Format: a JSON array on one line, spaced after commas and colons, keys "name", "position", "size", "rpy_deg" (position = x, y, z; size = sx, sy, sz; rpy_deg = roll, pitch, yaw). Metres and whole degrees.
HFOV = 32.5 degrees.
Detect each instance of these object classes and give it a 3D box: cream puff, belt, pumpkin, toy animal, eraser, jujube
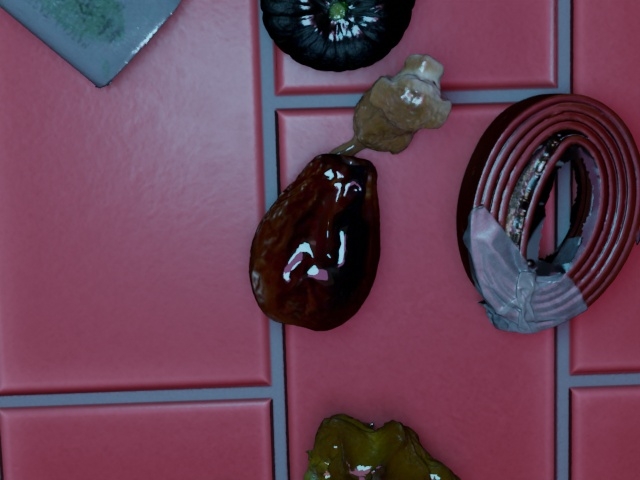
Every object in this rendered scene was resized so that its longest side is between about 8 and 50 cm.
[{"name": "cream puff", "position": [0.073, 0.354, 1.484], "size": [0.241, 0.155, 0.269], "rpy_deg": [-29, 104, 7]}, {"name": "belt", "position": [0.300, -0.032, 1.451], "size": [0.227, 0.115, 0.323], "rpy_deg": [11, 98, -3]}, {"name": "pumpkin", "position": [0.023, -0.310, 1.391], "size": [0.202, 0.140, 0.202], "rpy_deg": [1, 119, 1]}, {"name": "toy animal", "position": [0.085, -0.152, 1.392], "size": [0.184, 0.185, 0.104], "rpy_deg": [-38, 99, 4]}, {"name": "eraser", "position": [-0.308, -0.324, 1.369], "size": [0.174, 0.081, 0.227], "rpy_deg": [-46, 119, 7]}, {"name": "jujube", "position": [0.000, 0.000, 1.425], "size": [0.168, 0.168, 0.236], "rpy_deg": [18, 96, -4]}]
